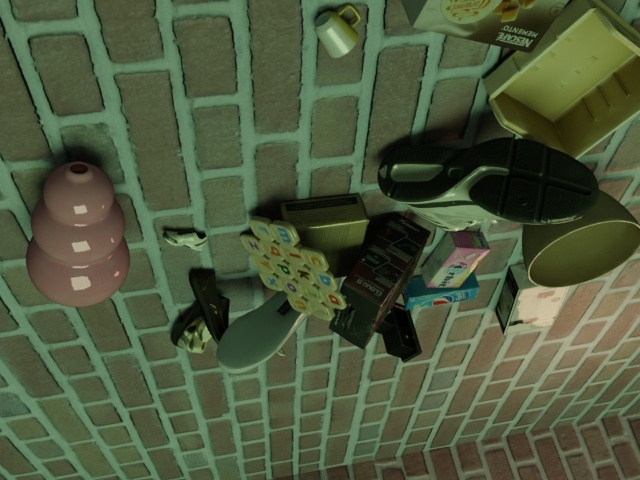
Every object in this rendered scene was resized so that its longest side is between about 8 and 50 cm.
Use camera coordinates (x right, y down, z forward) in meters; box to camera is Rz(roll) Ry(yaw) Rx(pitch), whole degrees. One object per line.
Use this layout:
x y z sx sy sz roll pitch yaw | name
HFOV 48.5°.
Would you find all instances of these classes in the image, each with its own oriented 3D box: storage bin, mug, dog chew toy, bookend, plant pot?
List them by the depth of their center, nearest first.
0.025 -0.366 1.228 0.062 0.078 0.064 1 151 42 | mug
0.503 -0.312 1.395 0.260 0.123 0.262 17 136 -37 | storage bin
-0.484 -0.019 1.429 0.207 0.206 0.331 0 136 -19 | dog chew toy
0.622 -0.037 1.769 0.284 0.191 0.284 -9 146 -6 | plant pot
0.206 0.260 2.087 0.072 0.156 0.157 -36 139 30 | bookend

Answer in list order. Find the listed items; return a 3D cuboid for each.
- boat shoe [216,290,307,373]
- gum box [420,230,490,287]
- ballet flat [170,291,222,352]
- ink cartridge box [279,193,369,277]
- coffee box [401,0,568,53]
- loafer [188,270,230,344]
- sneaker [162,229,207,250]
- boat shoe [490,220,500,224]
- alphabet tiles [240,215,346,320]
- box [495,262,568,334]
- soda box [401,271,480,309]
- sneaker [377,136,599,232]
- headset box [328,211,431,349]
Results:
-0.122 0.218 1.832 0.367 0.136 0.156 -47 163 -27 | boat shoe
0.359 0.056 1.922 0.107 0.062 0.188 3 140 -23 | gum box
-0.338 0.245 1.934 0.095 0.096 0.280 8 141 -29 | ballet flat
0.000 0.000 1.704 0.193 0.088 0.234 -7 145 -11 | ink cartridge box
0.277 -0.417 1.189 0.247 0.098 0.141 5 142 -24 | coffee box
-0.259 0.174 1.793 0.078 0.080 0.220 -23 104 -15 | loafer
-0.311 -0.009 1.638 0.109 0.040 0.043 13 122 -38 | sneaker
0.428 -0.104 1.718 0.083 0.065 0.183 -23 143 17 | boat shoe
-0.064 0.066 1.647 0.278 0.021 0.284 11 135 45 | alphabet tiles
0.645 0.173 2.170 0.169 0.087 0.290 -10 146 -4 | box
0.339 0.138 2.030 0.210 0.071 0.067 -8 145 -7 | soda box
0.371 -0.106 1.538 0.448 0.169 0.257 9 172 26 | sneaker
0.136 0.108 1.731 0.110 0.293 0.218 30 145 12 | headset box
